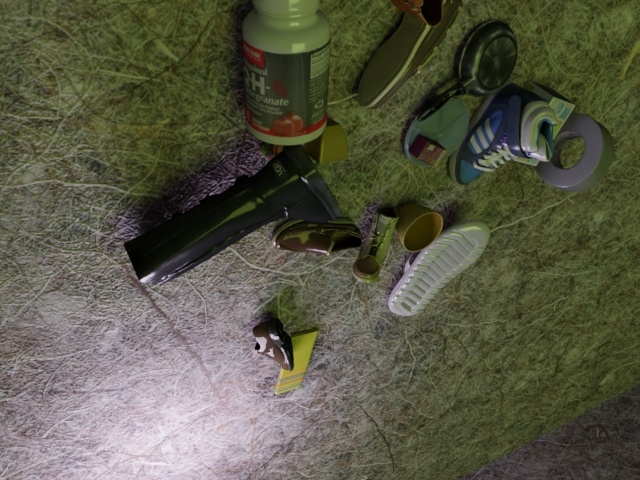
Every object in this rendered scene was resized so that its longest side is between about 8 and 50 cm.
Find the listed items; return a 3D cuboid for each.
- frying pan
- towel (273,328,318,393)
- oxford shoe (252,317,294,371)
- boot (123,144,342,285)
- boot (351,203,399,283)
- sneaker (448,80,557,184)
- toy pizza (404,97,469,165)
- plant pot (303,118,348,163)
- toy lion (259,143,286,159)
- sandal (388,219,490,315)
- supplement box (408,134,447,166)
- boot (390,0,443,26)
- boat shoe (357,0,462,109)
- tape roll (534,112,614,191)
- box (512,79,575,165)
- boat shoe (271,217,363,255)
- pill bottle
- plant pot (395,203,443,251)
[{"bbox_3d":[0.375,-0.427,1.880,0.326,0.053,0.197,-27,131,-26],"label":"frying pan"},{"bbox_3d":[-0.075,0.366,2.300,0.102,0.021,0.237,-11,131,-36],"label":"towel"},{"bbox_3d":[-0.134,0.299,2.156,0.096,0.083,0.227,-13,134,10],"label":"oxford shoe"},{"bbox_3d":[-0.188,-0.029,1.748,0.445,0.146,0.367,-34,159,2],"label":"boot"},{"bbox_3d":[0.151,0.006,2.036,0.213,0.077,0.165,-59,169,-60],"label":"boot"},{"bbox_3d":[0.492,-0.240,2.012,0.130,0.236,0.323,5,123,-39],"label":"sneaker"},{"bbox_3d":[0.301,-0.285,1.986,0.201,0.032,0.201,-19,135,-21],"label":"toy pizza"},{"bbox_3d":[0.015,-0.238,1.778,0.081,0.081,0.083,-12,122,-28],"label":"plant pot"},{"bbox_3d":[-0.090,-0.227,1.746,0.096,0.034,0.100,-14,133,-37],"label":"toy lion"},{"bbox_3d":[0.333,0.065,2.285,0.169,0.102,0.416,22,125,-30],"label":"sandal"},{"bbox_3d":[0.277,-0.231,1.958,0.083,0.043,0.055,15,117,-43],"label":"supplement box"},{"bbox_3d":[0.148,-0.564,1.480,0.104,0.211,0.295,-39,139,-2],"label":"boot"},{"bbox_3d":[0.204,-0.430,1.722,0.096,0.116,0.324,22,106,-43],"label":"boat shoe"},{"bbox_3d":[0.728,-0.254,2.193,0.072,0.219,0.219,12,118,-43],"label":"tape roll"},{"bbox_3d":[0.590,-0.323,2.115,0.114,0.103,0.203,6,122,-40],"label":"box"},{"bbox_3d":[0.002,-0.007,1.961,0.257,0.095,0.095,-9,131,-31],"label":"boat shoe"},{"bbox_3d":[-0.068,-0.366,1.521,0.176,0.176,0.319,-19,135,-23],"label":"pill bottle"},{"bbox_3d":[0.259,-0.049,2.118,0.134,0.095,0.134,-21,135,-22],"label":"plant pot"}]
